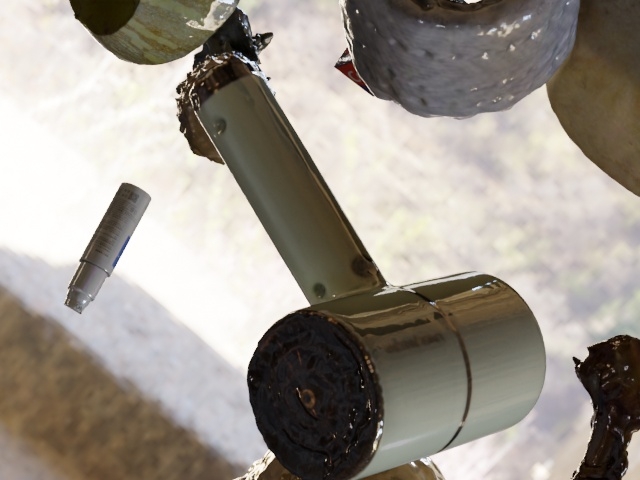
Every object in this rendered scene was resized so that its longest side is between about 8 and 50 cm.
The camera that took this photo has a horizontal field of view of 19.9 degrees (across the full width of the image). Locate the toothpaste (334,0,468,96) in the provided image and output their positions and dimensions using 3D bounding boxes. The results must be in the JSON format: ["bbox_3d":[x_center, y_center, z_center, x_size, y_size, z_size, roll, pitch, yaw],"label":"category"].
[{"bbox_3d":[0.121,-0.249,2.379,0.076,0.066,0.320,36,-16,-17],"label":"toothpaste"}]

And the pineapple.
[{"bbox_3d":[-0.096,-0.165,1.920,0.111,0.119,0.237,59,8,-22],"label":"pineapple"}]

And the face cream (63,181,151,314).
[{"bbox_3d":[-0.199,0.009,1.680,0.034,0.034,0.130,33,69,-17],"label":"face cream"}]

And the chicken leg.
[{"bbox_3d":[0.212,0.217,1.452,0.113,0.304,0.093,25,10,32],"label":"chicken leg"}]

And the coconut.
[{"bbox_3d":[0.384,-0.189,1.784,0.352,0.352,0.352,32,28,-19],"label":"coconut"}]

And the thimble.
[{"bbox_3d":[0.126,-0.235,1.626,0.217,0.157,0.245,12,58,9],"label":"thimble"}]

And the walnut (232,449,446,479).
[{"bbox_3d":[0.013,0.324,1.871,0.252,0.277,0.313,66,9,20],"label":"walnut"}]

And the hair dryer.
[{"bbox_3d":[0.000,0.000,1.356,0.203,0.128,0.362,-11,63,-47],"label":"hair dryer"}]

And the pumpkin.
[{"bbox_3d":[-0.168,-0.270,1.691,0.110,0.217,0.217,10,40,-53],"label":"pumpkin"}]
